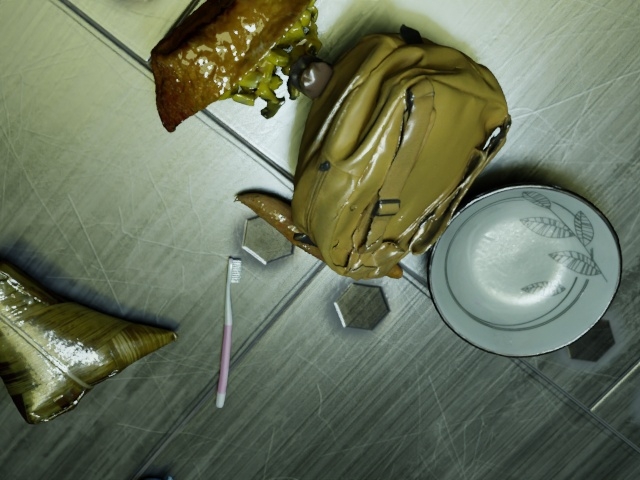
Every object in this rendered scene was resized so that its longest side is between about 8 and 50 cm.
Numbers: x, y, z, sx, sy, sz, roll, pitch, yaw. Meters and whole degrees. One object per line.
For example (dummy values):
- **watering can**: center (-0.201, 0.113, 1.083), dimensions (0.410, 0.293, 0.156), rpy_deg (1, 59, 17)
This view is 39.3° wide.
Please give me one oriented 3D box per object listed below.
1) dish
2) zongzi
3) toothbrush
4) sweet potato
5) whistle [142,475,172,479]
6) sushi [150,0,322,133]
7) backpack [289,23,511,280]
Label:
- **dish**: center (0.331, 0.036, 1.495), dimensions (0.316, 0.106, 0.316), rpy_deg (0, 111, 0)
- **zongzi**: center (-0.418, 0.125, 1.494), dimensions (0.288, 0.134, 0.286), rpy_deg (-26, 105, -7)
- **toothbrush**: center (-0.161, 0.165, 1.564), dimensions (0.025, 0.020, 0.286), rpy_deg (4, 109, -11)
- **sweet potato**: center (0.000, 0.000, 1.488), dimensions (0.314, 0.066, 0.072), rpy_deg (23, 70, -9)
- **whistle**: center (-0.318, 0.489, 1.639), dimensions (0.090, 0.090, 0.158), rpy_deg (36, 104, -13)
- **sushi**: center (-0.122, -0.278, 1.333), dimensions (0.296, 0.167, 0.179), rpy_deg (-42, 116, -9)
- **backpack**: center (0.098, -0.125, 1.336), dimensions (0.353, 0.201, 0.378), rpy_deg (18, 109, -51)
